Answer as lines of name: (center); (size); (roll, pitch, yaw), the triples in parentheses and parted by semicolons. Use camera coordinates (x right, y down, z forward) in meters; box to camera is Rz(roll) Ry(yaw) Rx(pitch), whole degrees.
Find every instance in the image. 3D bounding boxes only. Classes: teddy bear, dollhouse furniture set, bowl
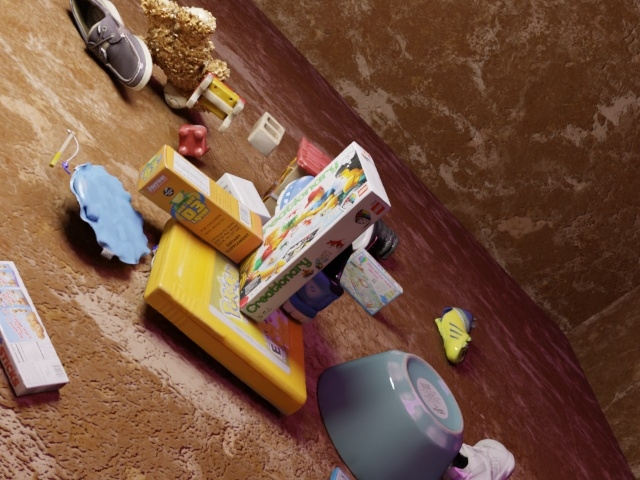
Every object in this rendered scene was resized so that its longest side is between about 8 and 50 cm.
teddy bear: (-0.309, -0.398, 1.581); (0.245, 0.338, 0.113); (25, 63, -10)
dollhouse furniture set: (-0.153, -0.184, 1.599); (0.374, 0.201, 0.152); (39, 22, -14)
bowl: (0.156, 0.333, 1.375); (0.311, 0.163, 0.311); (42, 21, -20)

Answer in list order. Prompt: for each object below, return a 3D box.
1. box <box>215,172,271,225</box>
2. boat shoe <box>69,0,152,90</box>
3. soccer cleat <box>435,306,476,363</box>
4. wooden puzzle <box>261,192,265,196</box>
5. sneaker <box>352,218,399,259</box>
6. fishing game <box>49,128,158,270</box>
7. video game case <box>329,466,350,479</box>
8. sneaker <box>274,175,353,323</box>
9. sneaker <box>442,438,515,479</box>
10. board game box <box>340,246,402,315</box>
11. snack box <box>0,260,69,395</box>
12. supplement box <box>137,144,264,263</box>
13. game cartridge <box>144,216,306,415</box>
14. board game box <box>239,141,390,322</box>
box: (-0.176, -0.060, 1.447); (0.087, 0.102, 0.101); (15, 39, -56)
boat shoe: (-0.451, -0.424, 1.516); (0.092, 0.103, 0.285); (10, 40, -54)
soccer cleat: (0.393, 0.281, 2.147); (0.121, 0.093, 0.289); (22, 22, 10)
wooden puzzle: (-0.103, -0.079, 1.777); (0.116, 0.014, 0.078); (45, 16, -17)
sneaker: (0.163, -0.002, 2.079); (0.147, 0.104, 0.296); (42, 16, -8)
fishing game: (-0.333, -0.037, 1.128); (0.264, 0.041, 0.189); (56, 13, -31)
video game case: (0.068, 0.463, 1.165); (0.166, 0.015, 0.119); (49, 19, -5)
sneaker: (0.000, 0.000, 1.422); (0.130, 0.147, 0.330); (37, 37, -42)
sneaker: (0.339, 0.486, 1.569); (0.152, 0.114, 0.305); (54, 19, 5)
board game box: (0.116, 0.103, 1.792); (0.154, 0.103, 0.026); (46, 20, -14)
snack box: (-0.365, 0.100, 0.856); (0.178, 0.022, 0.064); (57, 21, 18)
supplement box: (-0.207, -0.060, 1.256); (0.233, 0.078, 0.080); (39, 23, -30)
game cartridge: (-0.150, 0.111, 1.239); (0.324, 0.052, 0.285); (46, 17, -24)
board game box: (-0.021, -0.017, 1.239); (0.053, 0.305, 0.193); (40, 19, -25)
